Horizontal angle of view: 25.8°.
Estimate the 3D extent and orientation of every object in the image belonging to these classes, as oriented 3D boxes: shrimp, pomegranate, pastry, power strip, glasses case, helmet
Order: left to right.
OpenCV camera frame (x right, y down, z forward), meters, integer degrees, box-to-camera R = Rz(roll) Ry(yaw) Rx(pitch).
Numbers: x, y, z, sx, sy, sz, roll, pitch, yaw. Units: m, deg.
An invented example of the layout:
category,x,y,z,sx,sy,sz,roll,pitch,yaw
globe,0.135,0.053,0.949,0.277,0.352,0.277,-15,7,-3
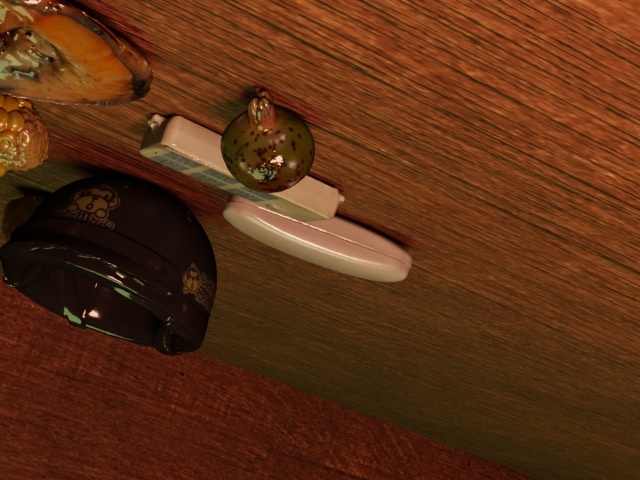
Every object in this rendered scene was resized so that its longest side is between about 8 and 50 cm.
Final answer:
category,x,y,z,sx,sy,sz,roll,pitch,yaw
shrimp,-0.267,-0.162,1.034,0.290,0.054,0.222,15,170,1
pastry,-0.352,-0.010,1.863,0.153,0.081,0.153,11,160,4
helmet,-0.220,0.010,1.540,0.230,0.160,0.279,15,156,18
power strip,-0.072,-0.062,1.267,0.192,0.035,0.081,24,168,-22
pomegranate,-0.038,-0.074,1.075,0.073,0.073,0.084,20,154,-9
glasses case,-0.002,-0.003,1.398,0.197,0.049,0.076,20,169,-9

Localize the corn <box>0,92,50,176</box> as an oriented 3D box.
category,x,y,z,sx,sy,sz,roll,pitch,yaw
corn,-0.401,-0.129,1.266,0.321,0.119,0.119,14,169,2
